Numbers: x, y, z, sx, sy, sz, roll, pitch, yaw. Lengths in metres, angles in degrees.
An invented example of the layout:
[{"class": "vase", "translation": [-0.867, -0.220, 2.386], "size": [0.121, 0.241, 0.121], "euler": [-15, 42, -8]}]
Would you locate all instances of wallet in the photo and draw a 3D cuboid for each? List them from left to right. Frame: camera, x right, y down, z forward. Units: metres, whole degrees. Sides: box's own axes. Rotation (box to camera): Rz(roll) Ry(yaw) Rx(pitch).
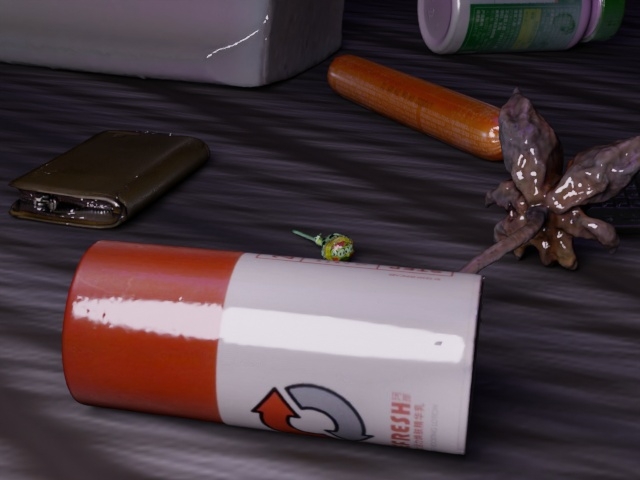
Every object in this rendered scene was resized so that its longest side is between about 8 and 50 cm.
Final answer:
[{"class": "wallet", "translation": [-0.177, -0.057, 1.015], "size": [0.110, 0.031, 0.198], "euler": [7, 20, 13]}]

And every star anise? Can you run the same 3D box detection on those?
[{"class": "star anise", "translation": [0.114, -0.023, 0.821], "size": [0.218, 0.148, 0.227], "euler": [-35, -9, 25]}]

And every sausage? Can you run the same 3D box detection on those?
[{"class": "sausage", "translation": [0.102, -0.145, 1.248], "size": [0.053, 0.053, 0.348], "euler": [-9, 23, -28]}]

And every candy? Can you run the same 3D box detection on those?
[{"class": "candy", "translation": [0.000, 0.000, 0.904], "size": [0.023, 0.025, 0.083], "euler": [41, -7, -28]}]

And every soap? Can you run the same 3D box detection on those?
[{"class": "soap", "translation": [-0.209, -0.337, 1.502], "size": [0.435, 0.213, 0.350], "euler": [8, 24, 14]}]

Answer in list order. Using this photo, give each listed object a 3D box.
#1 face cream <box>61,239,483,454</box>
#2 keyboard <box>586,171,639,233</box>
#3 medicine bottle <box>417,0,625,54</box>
[{"class": "face cream", "translation": [-0.022, 0.056, 0.641], "size": [0.214, 0.096, 0.096], "euler": [5, 21, 9]}, {"class": "keyboard", "translation": [0.408, -0.033, 0.996], "size": [0.381, 0.041, 0.103], "euler": [4, 42, -4]}, {"class": "medicine bottle", "translation": [0.283, -0.328, 1.647], "size": [0.274, 0.133, 0.133], "euler": [-4, 22, -20]}]
